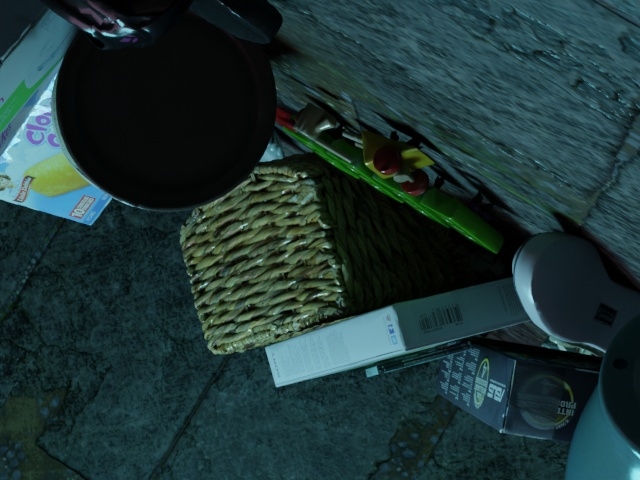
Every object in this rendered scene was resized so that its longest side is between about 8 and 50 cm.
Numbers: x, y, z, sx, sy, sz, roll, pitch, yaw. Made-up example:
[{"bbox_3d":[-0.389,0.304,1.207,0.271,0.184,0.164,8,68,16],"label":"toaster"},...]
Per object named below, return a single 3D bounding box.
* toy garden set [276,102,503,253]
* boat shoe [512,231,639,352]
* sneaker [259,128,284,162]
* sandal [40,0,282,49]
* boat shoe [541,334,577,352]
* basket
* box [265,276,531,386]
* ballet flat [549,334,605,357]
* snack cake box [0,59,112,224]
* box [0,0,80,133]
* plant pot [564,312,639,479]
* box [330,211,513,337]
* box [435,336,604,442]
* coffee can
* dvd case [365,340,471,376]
[{"bbox_3d":[0.058,-0.088,1.706,0.244,0.049,0.204,30,179,37],"label":"toy garden set"},{"bbox_3d":[0.238,0.045,1.661,0.088,0.096,0.267,24,-178,33],"label":"boat shoe"},{"bbox_3d":[-0.104,-0.136,2.250,0.235,0.095,0.090,62,-165,-53],"label":"sneaker"},{"bbox_3d":[-0.208,-0.233,1.391,0.446,0.107,0.167,29,176,33],"label":"sandal"},{"bbox_3d":[0.452,0.237,2.461,0.319,0.099,0.116,30,176,28],"label":"boat shoe"},{"bbox_3d":[0.000,0.000,2.051,0.223,0.213,0.299,-11,174,-38],"label":"basket"},{"bbox_3d":[0.107,0.101,1.928,0.232,0.058,0.322,-12,175,-28],"label":"box"},{"bbox_3d":[0.368,0.150,2.354,0.057,0.052,0.168,28,176,46],"label":"ballet flat"},{"bbox_3d":[-0.276,-0.142,1.929,0.152,0.264,0.089,15,-132,-28],"label":"snack cake box"},{"bbox_3d":[-0.394,-0.226,1.722,0.231,0.262,0.127,30,156,9],"label":"box"},{"bbox_3d":[0.321,0.188,1.376,0.271,0.271,0.255,30,151,33],"label":"plant pot"},{"bbox_3d":[0.129,0.017,2.133,0.244,0.100,0.060,31,176,13],"label":"box"},{"bbox_3d":[0.333,0.189,2.039,0.318,0.097,0.395,11,180,-8],"label":"box"},{"bbox_3d":[-0.162,-0.134,1.660,0.201,0.201,0.275,32,178,-10],"label":"coffee can"},{"bbox_3d":[0.118,0.145,2.057,0.087,0.119,0.013,139,118,-79],"label":"dvd case"}]
